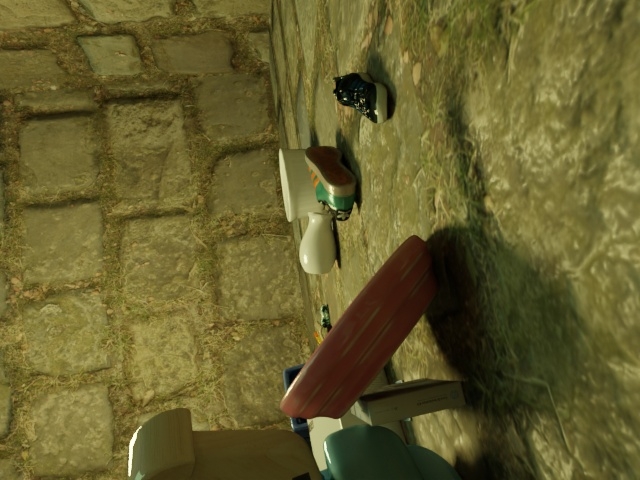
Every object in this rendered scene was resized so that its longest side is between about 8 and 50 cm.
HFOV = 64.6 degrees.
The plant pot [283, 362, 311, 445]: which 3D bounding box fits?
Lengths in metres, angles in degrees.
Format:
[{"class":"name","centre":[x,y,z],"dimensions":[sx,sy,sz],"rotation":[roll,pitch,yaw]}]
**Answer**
[{"class":"plant pot","centre":[0.025,0.529,1.595],"dimensions":[0.235,0.236,0.212],"rotation":[-106,5,-53]}]

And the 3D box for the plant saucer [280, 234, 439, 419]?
[{"class":"plant saucer","centre":[0.073,0.145,0.771],"dimensions":[0.084,0.332,0.332],"rotation":[38,159,12]}]

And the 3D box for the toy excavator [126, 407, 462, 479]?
[{"class":"toy excavator","centre":[0.004,0.358,0.704],"dimensions":[0.222,0.434,0.444],"rotation":[-122,21,-58]}]

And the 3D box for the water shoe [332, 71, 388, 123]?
[{"class":"water shoe","centre":[0.072,-0.270,0.972],"dimensions":[0.203,0.080,0.072],"rotation":[-110,14,-60]}]

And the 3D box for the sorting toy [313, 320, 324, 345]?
[{"class":"sorting toy","centre":[0.015,0.459,2.170],"dimensions":[0.193,0.038,0.208],"rotation":[173,78,-83]}]

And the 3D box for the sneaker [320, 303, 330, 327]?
[{"class":"sneaker","centre":[0.018,0.319,2.158],"dimensions":[0.069,0.038,0.098],"rotation":[-158,68,-85]}]

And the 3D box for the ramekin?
[{"class":"ramekin","centre":[-0.071,-0.214,1.906],"dimensions":[0.277,0.135,0.276],"rotation":[173,90,-83]}]

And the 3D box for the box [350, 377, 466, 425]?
[{"class":"box","centre":[0.130,0.255,0.816],"dimensions":[0.186,0.145,0.038],"rotation":[112,147,-74]}]

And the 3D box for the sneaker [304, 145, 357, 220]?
[{"class":"sneaker","centre":[0.020,-0.161,1.372],"dimensions":[0.302,0.108,0.120],"rotation":[-111,19,-55]}]

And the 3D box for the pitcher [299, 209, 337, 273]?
[{"class":"pitcher","centre":[0.000,0.000,1.722],"dimensions":[0.178,0.126,0.206],"rotation":[-34,-51,-75]}]

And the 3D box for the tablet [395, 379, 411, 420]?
[{"class":"tablet","centre":[0.177,0.341,1.080],"dimensions":[0.054,0.006,0.083],"rotation":[104,157,-69]}]

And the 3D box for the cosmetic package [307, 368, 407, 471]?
[{"class":"cosmetic package","centre":[0.081,0.464,1.192],"dimensions":[0.384,0.157,0.217],"rotation":[-104,26,-44]}]

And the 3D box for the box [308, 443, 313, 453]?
[{"class":"box","centre":[-0.034,0.851,1.397],"dimensions":[0.297,0.473,0.479],"rotation":[90,170,-45]}]
